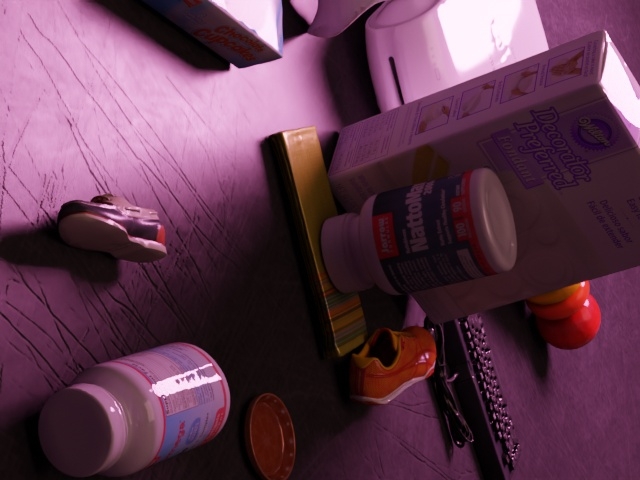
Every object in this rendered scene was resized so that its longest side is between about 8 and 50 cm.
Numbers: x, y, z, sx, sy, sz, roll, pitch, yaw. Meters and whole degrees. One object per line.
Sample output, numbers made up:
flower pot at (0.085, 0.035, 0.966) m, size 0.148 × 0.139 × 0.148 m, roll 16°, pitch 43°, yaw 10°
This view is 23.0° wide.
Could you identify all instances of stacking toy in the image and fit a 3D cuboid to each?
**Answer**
stacking toy at (0.301, 0.025, 2.101) m, size 0.330 × 0.141 × 0.141 m, roll 58°, pitch 32°, yaw -43°

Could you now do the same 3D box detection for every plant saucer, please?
plant saucer at (-0.048, 0.183, 1.452) m, size 0.083 × 0.013 × 0.083 m, roll 34°, pitch 50°, yaw -54°

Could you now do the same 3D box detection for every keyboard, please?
keyboard at (0.178, 0.152, 1.900) m, size 0.201 × 0.033 × 0.317 m, roll -41°, pitch 115°, yaw -61°

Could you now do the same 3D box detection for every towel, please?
towel at (0.000, 0.000, 1.625) m, size 0.102 × 0.021 × 0.237 m, roll -20°, pitch 96°, yaw -69°

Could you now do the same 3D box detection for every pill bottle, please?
pill bottle at (-0.142, 0.131, 1.203) m, size 0.160 × 0.087 × 0.087 m, roll -13°, pitch 90°, yaw -63°
pill bottle at (0.098, -0.003, 1.591) m, size 0.108 × 0.180 × 0.107 m, roll -14°, pitch 90°, yaw -69°

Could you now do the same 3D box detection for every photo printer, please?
photo printer at (0.168, -0.209, 1.902) m, size 0.307 × 0.107 × 0.256 m, roll -48°, pitch 126°, yaw -46°

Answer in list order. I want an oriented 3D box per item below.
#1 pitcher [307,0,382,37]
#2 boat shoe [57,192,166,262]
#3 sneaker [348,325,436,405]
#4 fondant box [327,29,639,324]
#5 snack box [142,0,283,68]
pitcher at (0.034, -0.343, 1.673) m, size 0.125 × 0.178 × 0.207 m, roll 32°, pitch -35°, yaw 65°
boat shoe at (-0.167, -0.015, 1.261) m, size 0.137 × 0.049 × 0.043 m, roll 23°, pitch 56°, yaw -62°
sneaker at (0.083, 0.119, 1.671) m, size 0.175 × 0.064 × 0.067 m, roll -35°, pitch 131°, yaw -63°
fondant box at (0.206, -0.057, 1.678) m, size 0.238 × 0.330 × 0.096 m, roll 51°, pitch 35°, yaw -29°
snack box at (-0.107, -0.347, 1.508) m, size 0.187 × 0.060 × 0.321 m, roll 29°, pitch 54°, yaw -57°
